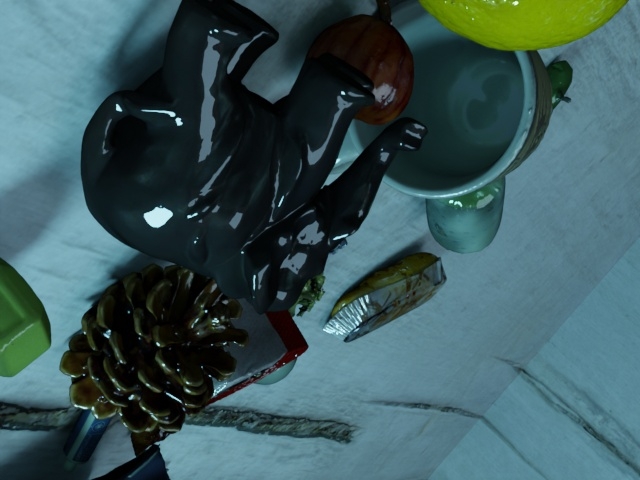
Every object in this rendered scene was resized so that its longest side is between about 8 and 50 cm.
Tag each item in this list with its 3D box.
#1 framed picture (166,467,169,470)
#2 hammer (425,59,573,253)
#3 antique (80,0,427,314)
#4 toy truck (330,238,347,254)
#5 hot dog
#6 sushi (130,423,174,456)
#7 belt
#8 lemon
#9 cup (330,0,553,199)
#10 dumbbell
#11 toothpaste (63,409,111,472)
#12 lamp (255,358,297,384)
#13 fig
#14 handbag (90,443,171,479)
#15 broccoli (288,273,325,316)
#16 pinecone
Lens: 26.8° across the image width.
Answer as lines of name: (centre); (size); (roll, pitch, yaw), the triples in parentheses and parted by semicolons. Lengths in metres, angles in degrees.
framed picture: (-0.310, 0.397, 1.951); (0.183, 0.011, 0.142); (-49, 160, 6)
hammer: (0.284, -0.141, 2.031); (0.335, 0.119, 0.206); (-49, 162, -14)
antique: (-0.076, -0.076, 1.272); (0.322, 0.185, 0.255); (20, 105, -38)
toy truck: (0.000, 0.000, 1.808); (0.044, 0.039, 0.083); (-37, 162, 21)
hot dog: (0.106, 0.089, 2.142); (0.252, 0.069, 0.131); (-26, 160, -39)
sushi: (-0.215, 0.249, 1.819); (0.099, 0.047, 0.050); (-49, 163, 10)
belt: (-0.122, 0.127, 1.680); (0.201, 0.124, 0.128); (-23, 168, -39)
lemon: (0.202, -0.322, 1.294); (0.293, 0.293, 0.293); (-40, 158, -19)
cup: (0.141, -0.148, 1.615); (0.301, 0.227, 0.257); (-23, 172, 21)
dumbbell: (-0.381, 0.132, 1.193); (0.302, 0.121, 0.108); (-40, -172, -19)
toothpaste: (-0.274, 0.212, 1.656); (0.197, 0.034, 0.057); (-60, 165, 24)
lamp: (-0.079, 0.144, 1.812); (0.105, 0.105, 0.105); (-40, 158, -19)
fig: (0.043, -0.192, 1.448); (0.128, 0.128, 0.150); (96, 1, -58)
handbag: (-0.337, 0.396, 1.654); (0.325, 0.118, 0.269); (-31, -179, -41)
broccoli: (-0.034, 0.062, 1.785); (0.097, 0.095, 0.092); (-32, -135, 58)
pinecone: (-0.175, 0.111, 1.481); (0.185, 0.168, 0.212); (-49, 178, -40)
